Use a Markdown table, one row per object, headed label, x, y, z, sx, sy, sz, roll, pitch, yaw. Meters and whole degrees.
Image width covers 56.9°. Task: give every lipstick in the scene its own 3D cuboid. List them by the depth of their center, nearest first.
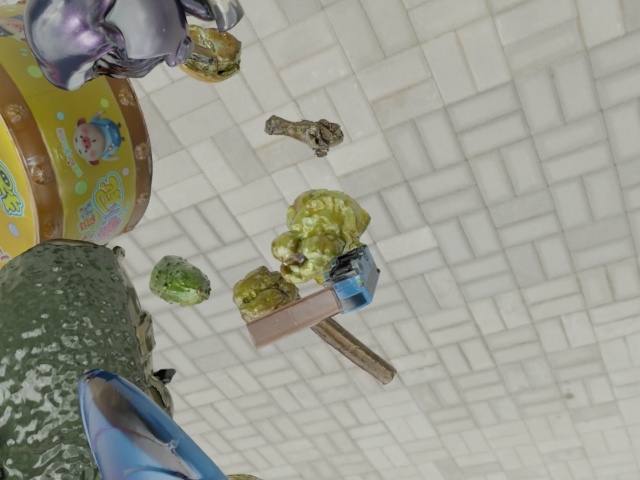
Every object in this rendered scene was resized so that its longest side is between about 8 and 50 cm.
| label | x | y | z | sx | sy | sz | roll | pitch | yaw |
| --- | --- | --- | --- | --- | --- | --- | --- | --- | --- |
| lipstick | -0.040 | 0.119 | 0.910 | 0.146 | 0.045 | 0.045 | -23 | 170 | -10 |

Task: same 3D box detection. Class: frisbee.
| label | x | y | z | sx | sy | sz | roll | pitch | yaw |
| --- | --- | --- | --- | --- | --- | --- | --- | --- | --- |
| frisbee | -0.089 | 0.189 | 0.374 | 0.242 | 0.045 | 0.242 | 30 | 139 | 30 |

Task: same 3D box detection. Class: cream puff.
| label | x | y | z | sx | sy | sz | roll | pitch | yaw |
| --- | --- | --- | --- | --- | --- | --- | --- | --- | --- |
| cream puff | -0.160 | 0.190 | 1.834 | 0.244 | 0.196 | 0.244 | 40 | 165 | 13 |

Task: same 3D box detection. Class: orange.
| label | x | y | z | sx | sy | sz | roll | pitch | yaw |
| --- | --- | --- | --- | --- | --- | --- | --- | --- | --- |
| orange | -0.274 | -0.444 | 1.431 | 0.170 | 0.160 | 0.112 | 39 | 144 | -7 |

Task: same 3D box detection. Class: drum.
| label | x | y | z | sx | sy | sz | roll | pitch | yaw |
| --- | --- | --- | --- | --- | --- | --- | --- | --- | --- |
| drum | -0.483 | -0.153 | 0.941 | 0.432 | 0.214 | 0.430 | 17 | 122 | 30 |

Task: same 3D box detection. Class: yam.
| label | x | y | z | sx | sy | sz | roll | pitch | yaw |
| --- | --- | --- | --- | --- | --- | --- | --- | --- | --- |
| yam | 0.045 | 0.200 | 1.168 | 0.264 | 0.046 | 0.046 | 39 | 124 | -17 |

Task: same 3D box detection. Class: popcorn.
| label | x | y | z | sx | sy | sz | roll | pitch | yaw |
| --- | --- | --- | --- | --- | --- | --- | --- | --- | --- |
| popcorn | -0.006 | 0.004 | 1.545 | 0.226 | 0.276 | 0.276 | -8 | 133 | 42 |

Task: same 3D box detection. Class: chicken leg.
| label | x | y | z | sx | sy | sz | roll | pitch | yaw |
| --- | --- | --- | --- | --- | --- | --- | --- | --- | --- |
| chicken leg | -0.035 | -0.266 | 1.477 | 0.196 | 0.080 | 0.125 | 12 | 166 | -32 |

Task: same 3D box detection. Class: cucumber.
| label | x | y | z | sx | sy | sz | roll | pitch | yaw |
| --- | --- | --- | --- | --- | --- | --- | --- | --- | --- |
| cucumber | -0.356 | 0.117 | 1.569 | 0.134 | 0.134 | 0.244 | 46 | 162 | -28 |

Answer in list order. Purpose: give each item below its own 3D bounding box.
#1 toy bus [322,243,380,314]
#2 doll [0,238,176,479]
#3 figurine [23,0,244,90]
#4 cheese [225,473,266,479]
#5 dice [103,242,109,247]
| label | x | y | z | sx | sy | sz | roll | pitch | yaw |
| --- | --- | --- | --- | --- | --- | --- | --- | --- | --- |
| toy bus | 0.075 | 0.084 | 1.336 | 0.090 | 0.184 | 0.106 | -25 | 100 | 19 |
| doll | -0.294 | 0.170 | 0.723 | 0.248 | 0.349 | 0.247 | -14 | 143 | -11 |
| figurine | -0.192 | -0.237 | 0.604 | 0.145 | 0.222 | 0.145 | 34 | 151 | 22 |
| cheese | -0.081 | 0.323 | 0.566 | 0.094 | 0.123 | 0.167 | 11 | 88 | -20 |
| dice | -0.657 | -0.141 | 1.528 | 0.297 | 0.299 | 0.287 | -17 | 141 | 38 |
